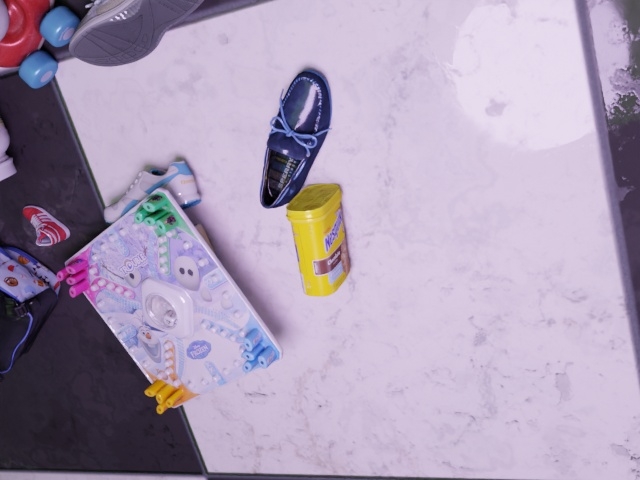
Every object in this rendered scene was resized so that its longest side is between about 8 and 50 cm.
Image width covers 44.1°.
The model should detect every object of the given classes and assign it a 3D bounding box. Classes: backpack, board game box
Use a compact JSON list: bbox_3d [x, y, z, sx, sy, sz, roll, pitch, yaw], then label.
[{"bbox_3d":[-0.731,0.126,1.749,0.263,0.213,0.276,35,117,-5],"label":"backpack"},{"bbox_3d":[-0.313,0.141,1.560,0.390,0.050,0.390,-30,98,40],"label":"board game box"}]

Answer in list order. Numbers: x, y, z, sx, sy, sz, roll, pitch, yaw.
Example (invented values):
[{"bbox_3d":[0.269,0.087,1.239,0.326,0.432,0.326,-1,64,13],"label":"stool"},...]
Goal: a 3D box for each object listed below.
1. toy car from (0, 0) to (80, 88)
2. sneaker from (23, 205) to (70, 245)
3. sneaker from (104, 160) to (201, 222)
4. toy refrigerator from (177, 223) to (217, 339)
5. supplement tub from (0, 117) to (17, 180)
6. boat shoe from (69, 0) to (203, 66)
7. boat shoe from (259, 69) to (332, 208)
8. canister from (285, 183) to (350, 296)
[{"bbox_3d":[-0.610,-0.392,1.429,0.219,0.238,0.210,43,123,0],"label":"toy car"},{"bbox_3d":[-0.606,-0.031,1.701,0.118,0.067,0.042,30,122,8],"label":"sneaker"},{"bbox_3d":[-0.336,-0.089,1.552,0.228,0.087,0.092,-15,91,28],"label":"sneaker"},{"bbox_3d":[-0.241,0.108,1.593,0.102,0.094,0.270,-13,108,36],"label":"toy refrigerator"},{"bbox_3d":[-0.772,-0.246,1.572,0.235,0.235,0.325,-13,108,28],"label":"supplement tub"},{"bbox_3d":[-0.319,-0.410,1.379,0.320,0.103,0.118,-27,146,34],"label":"boat shoe"},{"bbox_3d":[-0.043,-0.163,1.373,0.109,0.089,0.258,20,120,14],"label":"boat shoe"},{"bbox_3d":[0.000,0.000,1.413,0.073,0.126,0.170,2,116,23],"label":"canister"}]
